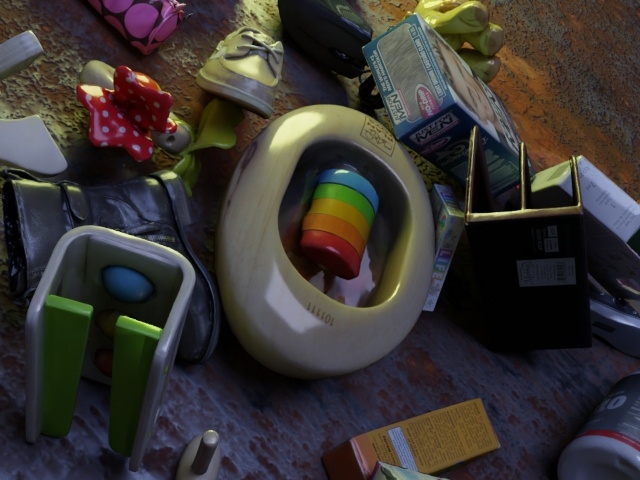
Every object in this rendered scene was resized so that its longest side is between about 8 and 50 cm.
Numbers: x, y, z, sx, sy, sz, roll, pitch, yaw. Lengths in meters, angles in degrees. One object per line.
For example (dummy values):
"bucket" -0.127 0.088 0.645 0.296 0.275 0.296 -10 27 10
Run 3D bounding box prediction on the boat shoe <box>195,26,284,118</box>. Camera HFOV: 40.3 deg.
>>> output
"boat shoe" -0.102 -0.244 1.209 0.109 0.098 0.302 25 14 -12

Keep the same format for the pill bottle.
"pill bottle" 0.485 0.294 1.303 0.283 0.161 0.161 -31 81 -43

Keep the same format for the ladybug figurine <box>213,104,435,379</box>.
"ladybug figurine" 0.000 0.000 1.171 0.305 0.162 0.449 34 47 -12

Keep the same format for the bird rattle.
"bird rattle" -0.233 -0.157 1.122 0.207 0.143 0.253 40 14 30

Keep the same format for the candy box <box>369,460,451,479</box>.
"candy box" 0.148 0.369 1.030 0.233 0.071 0.159 21 92 -23

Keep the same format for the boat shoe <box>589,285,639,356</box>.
"boat shoe" 0.497 0.128 1.487 0.228 0.080 0.076 22 52 -11

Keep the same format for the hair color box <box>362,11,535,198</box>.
"hair color box" 0.214 -0.199 1.393 0.347 0.105 0.174 23 43 -55

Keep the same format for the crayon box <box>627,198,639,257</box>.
"crayon box" 0.666 -0.083 1.571 0.202 0.318 0.081 -32 81 -43

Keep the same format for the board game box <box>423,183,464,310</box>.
"board game box" 0.163 0.010 1.260 0.026 0.154 0.103 11 26 -12

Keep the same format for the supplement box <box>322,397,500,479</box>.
"supplement box" 0.122 0.273 1.129 0.233 0.078 0.080 -10 67 -37

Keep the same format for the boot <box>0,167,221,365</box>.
"boot" -0.243 0.038 0.990 0.229 0.091 0.263 -14 87 -45

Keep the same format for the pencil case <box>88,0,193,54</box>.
"pencil case" -0.292 -0.374 1.271 0.209 0.098 0.095 43 46 -1

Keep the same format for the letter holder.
"letter holder" 0.310 -0.010 1.285 0.302 0.152 0.214 68 24 -46

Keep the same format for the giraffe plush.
"giraffe plush" 0.228 -0.389 1.616 0.210 0.181 0.170 1 41 7

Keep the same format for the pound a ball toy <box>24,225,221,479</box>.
"pound a ball toy" -0.176 0.134 0.887 0.208 0.319 0.136 17 51 -4

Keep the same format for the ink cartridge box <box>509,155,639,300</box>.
"ink cartridge box" 0.451 -0.012 1.413 0.261 0.296 0.066 42 88 0

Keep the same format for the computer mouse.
"computer mouse" 0.017 -0.342 1.430 0.272 0.188 0.072 45 59 12

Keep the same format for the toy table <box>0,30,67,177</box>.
"toy table" -0.413 -0.158 0.957 0.161 0.252 0.274 -36 115 -32

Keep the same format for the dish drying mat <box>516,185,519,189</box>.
"dish drying mat" 0.370 -0.111 1.603 0.032 0.008 0.083 17 53 -23
